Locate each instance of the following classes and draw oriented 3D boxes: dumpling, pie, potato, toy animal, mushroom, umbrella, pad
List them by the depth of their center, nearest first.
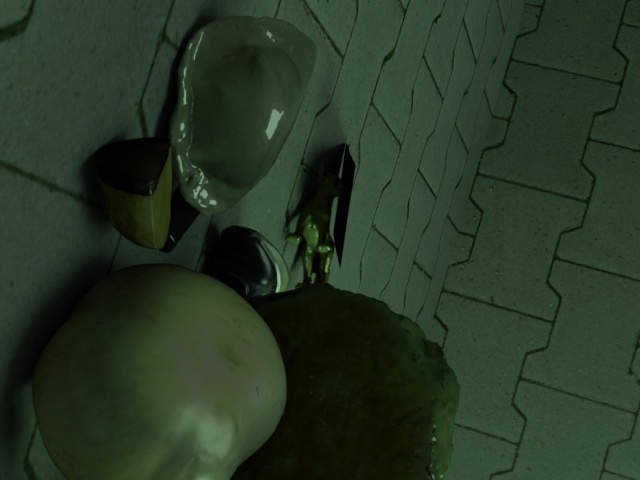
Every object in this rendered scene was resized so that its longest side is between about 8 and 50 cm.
[{"bbox_3d":[-0.179,-0.038,1.070,0.096,0.066,0.103,-76,172,-59],"label":"potato"},{"bbox_3d":[-0.170,0.155,1.097,0.260,0.234,0.254,18,51,-39],"label":"mushroom"},{"bbox_3d":[-0.097,-0.141,1.193,0.151,0.124,0.229,27,86,-36],"label":"dumpling"},{"bbox_3d":[-0.030,0.239,1.219,0.180,0.418,0.395,46,57,-41],"label":"pie"},{"bbox_3d":[-0.150,-0.037,1.245,0.133,0.031,0.036,-59,160,-47],"label":"umbrella"},{"bbox_3d":[0.000,0.000,1.749,0.181,0.073,0.136,83,17,-47],"label":"toy animal"},{"bbox_3d":[0.039,-0.059,1.754,0.265,0.009,0.159,-96,-165,-78],"label":"pad"}]

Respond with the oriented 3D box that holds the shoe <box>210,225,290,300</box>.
[{"bbox_3d":[-0.106,0.087,1.418,0.112,0.099,0.227,-52,155,-38],"label":"shoe"}]
